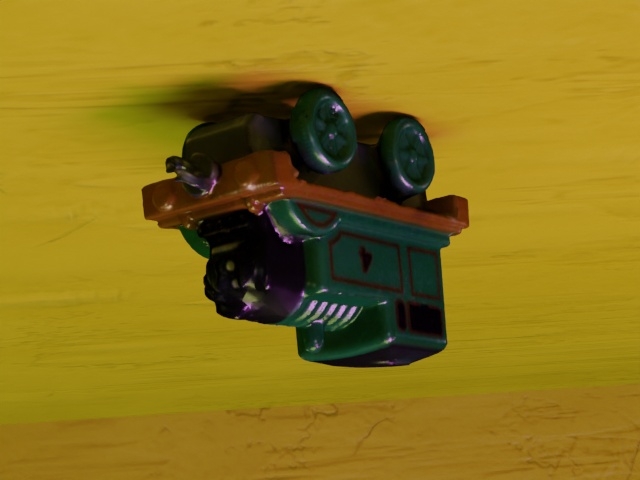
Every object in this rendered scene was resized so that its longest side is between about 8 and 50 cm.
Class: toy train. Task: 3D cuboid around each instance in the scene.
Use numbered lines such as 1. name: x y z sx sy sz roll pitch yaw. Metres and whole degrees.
1. toy train: 0.000 0.000 0.897 0.091 0.136 0.227 -14 167 34
